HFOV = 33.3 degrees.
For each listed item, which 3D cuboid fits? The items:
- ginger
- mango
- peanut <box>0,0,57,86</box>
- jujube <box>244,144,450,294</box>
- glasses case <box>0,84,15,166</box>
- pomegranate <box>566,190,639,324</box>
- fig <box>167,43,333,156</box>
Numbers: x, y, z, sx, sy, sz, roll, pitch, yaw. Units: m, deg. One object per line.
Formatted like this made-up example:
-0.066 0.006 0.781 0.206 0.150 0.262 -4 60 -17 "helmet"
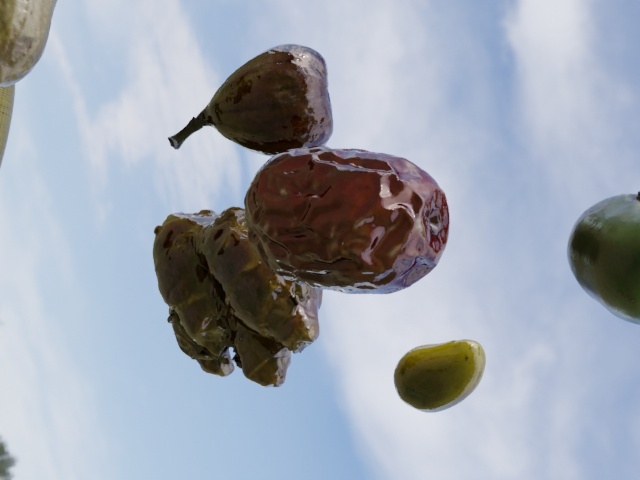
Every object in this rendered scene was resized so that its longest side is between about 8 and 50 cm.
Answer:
-0.130 0.086 1.659 0.358 0.152 0.274 3 -91 42 "ginger"
0.177 0.197 1.581 0.161 0.076 0.103 -32 -93 35 "mango"
-0.430 -0.322 1.502 0.110 0.120 0.236 40 53 -63 "peanut"
0.027 -0.024 1.256 0.251 0.174 0.174 4 -73 30 "jujube"
-0.517 -0.164 1.648 0.079 0.064 0.234 68 31 -80 "glasses case"
0.353 0.034 1.122 0.191 0.131 0.152 41 2 -26 "pomegranate"
-0.107 -0.192 1.626 0.145 0.274 0.170 -21 97 -72 "fig"
